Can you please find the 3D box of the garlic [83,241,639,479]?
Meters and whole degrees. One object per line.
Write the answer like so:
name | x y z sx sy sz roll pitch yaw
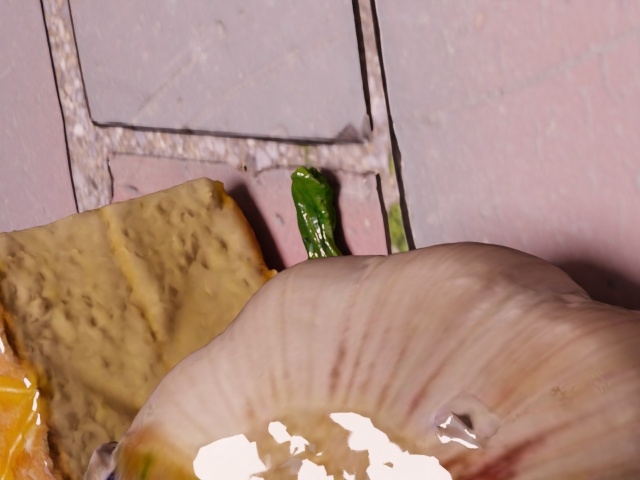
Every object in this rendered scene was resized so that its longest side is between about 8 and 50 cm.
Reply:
garlic | 0.054 0.147 0.805 0.322 0.241 0.322 2 101 11

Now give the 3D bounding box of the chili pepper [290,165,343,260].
chili pepper | 0.000 -0.001 0.995 0.030 0.034 0.091 -6 100 20

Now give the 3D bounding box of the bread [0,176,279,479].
bread | -0.135 0.142 1.078 0.279 0.207 0.279 -40 71 51
